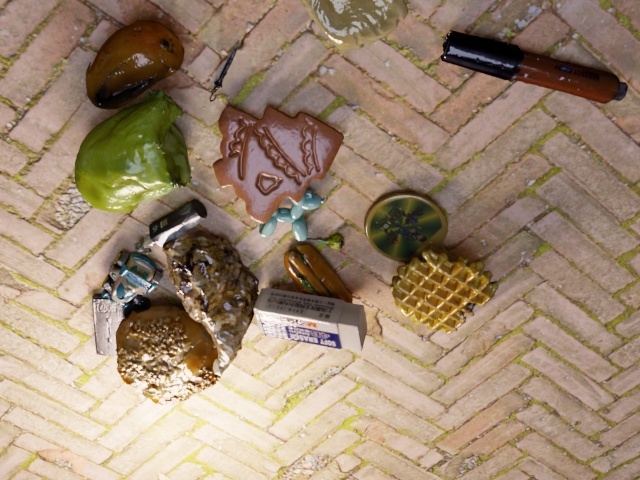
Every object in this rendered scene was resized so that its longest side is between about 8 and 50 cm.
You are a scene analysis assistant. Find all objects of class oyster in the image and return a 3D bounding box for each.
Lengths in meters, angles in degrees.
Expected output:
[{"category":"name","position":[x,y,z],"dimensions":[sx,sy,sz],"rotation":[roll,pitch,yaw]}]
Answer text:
[{"category":"oyster","position":[-0.246,0.148,2.070],"dimensions":[0.204,0.111,0.396],"rotation":[-24,115,-8]}]

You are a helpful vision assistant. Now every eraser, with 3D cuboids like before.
[{"category":"eraser","position":[-0.024,0.203,2.094],"dimensions":[0.279,0.081,0.124],"rotation":[8,142,15]}]

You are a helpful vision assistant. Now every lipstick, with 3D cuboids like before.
[{"category":"lipstick","position":[0.460,-0.368,1.752],"dimensions":[0.419,0.077,0.077],"rotation":[12,124,-10]}]

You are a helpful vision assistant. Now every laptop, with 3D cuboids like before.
[{"category":"laptop","position":[-0.535,0.234,2.206],"dimensions":[0.154,0.026,0.207],"rotation":[5,125,-3]}]

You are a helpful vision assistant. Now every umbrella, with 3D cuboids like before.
[{"category":"umbrella","position":[-0.213,-0.365,1.788],"dimensions":[0.022,0.022,0.148],"rotation":[-11,140,-47]}]

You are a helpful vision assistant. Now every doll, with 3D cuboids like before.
[{"category":"doll","position":[-0.069,-0.074,1.968],"dimensions":[0.159,0.059,0.158],"rotation":[2,126,0]}]

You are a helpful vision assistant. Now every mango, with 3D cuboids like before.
[{"category":"mango","position":[-0.396,-0.366,1.715],"dimensions":[0.249,0.151,0.156],"rotation":[-33,161,30]}]

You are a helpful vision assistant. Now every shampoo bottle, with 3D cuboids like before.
[{"category":"shampoo bottle","position":[-0.371,-0.027,2.004],"dimensions":[0.208,0.057,0.063],"rotation":[-30,130,22]}]

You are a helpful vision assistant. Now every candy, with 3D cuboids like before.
[{"category":"candy","position":[0.000,0.000,2.044],"dimensions":[0.123,0.035,0.035],"rotation":[6,137,7]}]

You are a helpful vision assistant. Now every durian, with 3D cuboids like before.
[{"category":"durian","position":[-0.414,-0.168,1.808],"dimensions":[0.340,0.204,0.256],"rotation":[-22,150,16]}]

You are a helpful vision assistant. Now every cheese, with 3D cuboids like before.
[{"category":"cheese","position":[0.067,-0.505,1.633],"dimensions":[0.214,0.117,0.226],"rotation":[-28,116,11]}]

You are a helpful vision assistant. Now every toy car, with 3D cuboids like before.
[{"category":"toy car","position":[-0.491,0.116,2.072],"dimensions":[0.126,0.098,0.161],"rotation":[35,109,-20]}]

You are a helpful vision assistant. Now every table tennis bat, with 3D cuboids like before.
[{"category":"table tennis bat","position":[0.253,-0.002,2.032],"dimensions":[0.321,0.050,0.198],"rotation":[37,121,-20]}]

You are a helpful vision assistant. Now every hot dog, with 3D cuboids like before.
[{"category":"hot dog","position":[-0.007,0.109,2.092],"dimensions":[0.100,0.068,0.249],"rotation":[-29,121,18]}]

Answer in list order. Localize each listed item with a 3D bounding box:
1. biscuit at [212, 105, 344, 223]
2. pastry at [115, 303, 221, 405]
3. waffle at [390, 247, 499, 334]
[{"category":"biscuit","position":[-0.094,-0.194,1.859],"dimensions":[0.306,0.043,0.283],"rotation":[-18,107,5]},{"category":"pastry","position":[-0.404,0.316,2.168],"dimensions":[0.255,0.162,0.311],"rotation":[-33,124,8]},{"category":"waffle","position":[0.314,0.137,2.072],"dimensions":[0.283,0.065,0.309],"rotation":[-4,138,21]}]
